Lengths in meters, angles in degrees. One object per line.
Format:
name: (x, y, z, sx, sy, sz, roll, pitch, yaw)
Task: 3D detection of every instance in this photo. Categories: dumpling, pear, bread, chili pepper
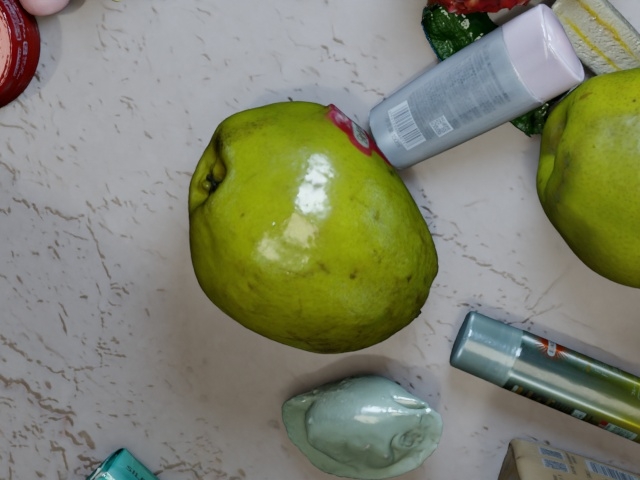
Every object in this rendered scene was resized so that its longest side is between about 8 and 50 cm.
dumpling: (0.058, 0.238, 1.827, 0.219, 0.152, 0.108, 6, 57, 18)
pear: (0.408, -0.073, 1.651, 0.294, 0.294, 0.294, 1, 100, 4)
bread: (0.345, -0.248, 1.704, 0.152, 0.105, 0.077, 44, 107, -3)
chili pepper: (0.218, -0.222, 1.742, 0.224, 0.061, 0.098, 43, 112, -8)
pear: (0.000, 0.000, 1.700, 0.375, 0.287, 0.287, 36, 102, -30)

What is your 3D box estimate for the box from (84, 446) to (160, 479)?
box: (-0.233, 0.457, 1.870, 0.311, 0.118, 0.205, 42, 98, -4)

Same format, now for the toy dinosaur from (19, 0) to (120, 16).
toy dinosaur: (-0.301, -0.358, 1.713, 0.177, 0.194, 0.152, -35, 105, -12)

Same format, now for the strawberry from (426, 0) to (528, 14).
strawberry: (0.243, -0.355, 1.666, 0.306, 0.137, 0.233, -1, 57, -8)

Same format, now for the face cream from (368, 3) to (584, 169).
face cream: (0.186, -0.180, 1.694, 0.269, 0.073, 0.107, -28, 93, 32)

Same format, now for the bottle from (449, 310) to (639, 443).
bottle: (0.310, 0.178, 1.796, 0.286, 0.082, 0.082, 22, 101, 0)

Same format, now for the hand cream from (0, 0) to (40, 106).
hand cream: (-0.461, -0.249, 1.757, 0.193, 0.125, 0.193, 1, 98, 5)

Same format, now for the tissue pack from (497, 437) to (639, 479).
tissue pack: (0.313, 0.412, 1.725, 0.239, 0.305, 0.238, 1, 100, 4)
